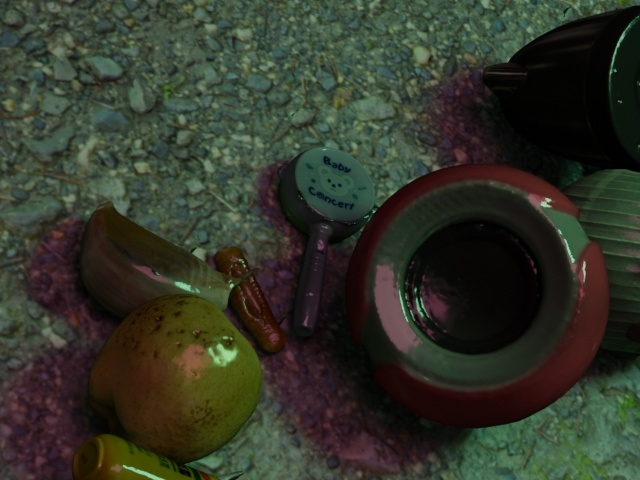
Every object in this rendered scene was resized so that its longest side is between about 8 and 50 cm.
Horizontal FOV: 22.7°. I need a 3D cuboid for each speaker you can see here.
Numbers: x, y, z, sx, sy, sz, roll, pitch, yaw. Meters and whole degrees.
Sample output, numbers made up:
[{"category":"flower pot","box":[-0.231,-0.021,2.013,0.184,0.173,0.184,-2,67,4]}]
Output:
[{"category":"speaker","box":[0.177,0.067,1.769,0.294,0.294,0.294,14,54,-20]}]

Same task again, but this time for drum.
[{"category":"drum","box":[-0.018,-0.011,1.860,0.130,0.049,0.253,33,49,-5]}]

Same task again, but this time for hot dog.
[{"category":"hot dog","box":[-0.081,0.066,1.790,0.044,0.028,0.137,-15,69,-27]}]

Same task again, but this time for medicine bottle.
[{"category":"medicine bottle","box":[-0.118,0.260,1.562,0.260,0.095,0.064,27,79,-25]}]

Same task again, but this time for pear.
[{"category":"pear","box":[-0.150,0.145,1.618,0.178,0.178,0.178,14,54,-20]}]

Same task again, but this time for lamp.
[{"category":"lamp","box":[0.380,0.031,1.937,0.265,0.233,0.233,2,57,-46]}]

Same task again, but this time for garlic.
[{"category":"garlic","box":[-0.166,0.036,1.725,0.198,0.090,0.128,19,42,-7]}]

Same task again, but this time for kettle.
[{"category":"kettle","box":[0.354,-0.200,2.055,0.250,0.271,0.207,-29,110,-33]}]

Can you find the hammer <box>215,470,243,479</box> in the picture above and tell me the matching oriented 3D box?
[{"category":"hammer","box":[-0.027,0.322,1.649,0.246,0.029,0.103,28,51,-11]}]

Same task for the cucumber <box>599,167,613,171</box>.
[{"category":"cucumber","box":[0.487,-0.026,2.131,0.300,0.072,0.072,34,49,-2]}]
